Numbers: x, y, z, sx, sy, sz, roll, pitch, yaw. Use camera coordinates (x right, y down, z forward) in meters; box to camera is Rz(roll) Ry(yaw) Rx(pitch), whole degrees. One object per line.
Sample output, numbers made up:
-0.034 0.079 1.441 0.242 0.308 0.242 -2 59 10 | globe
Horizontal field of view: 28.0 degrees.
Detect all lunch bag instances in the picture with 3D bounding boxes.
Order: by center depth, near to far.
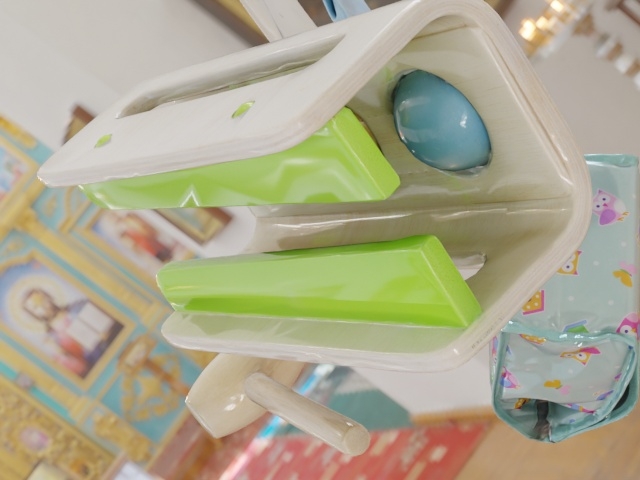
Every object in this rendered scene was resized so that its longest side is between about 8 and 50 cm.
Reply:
0.252 0.066 1.324 0.262 0.160 0.223 80 -164 -57 | lunch bag

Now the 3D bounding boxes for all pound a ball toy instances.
0.000 0.000 0.650 0.136 0.208 0.319 -44 20 -25 | pound a ball toy

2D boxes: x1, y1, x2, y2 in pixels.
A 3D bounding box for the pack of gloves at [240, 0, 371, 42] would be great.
0.032 -0.162 1.055 0.046 0.232 0.195 -33 3 30 | pack of gloves
